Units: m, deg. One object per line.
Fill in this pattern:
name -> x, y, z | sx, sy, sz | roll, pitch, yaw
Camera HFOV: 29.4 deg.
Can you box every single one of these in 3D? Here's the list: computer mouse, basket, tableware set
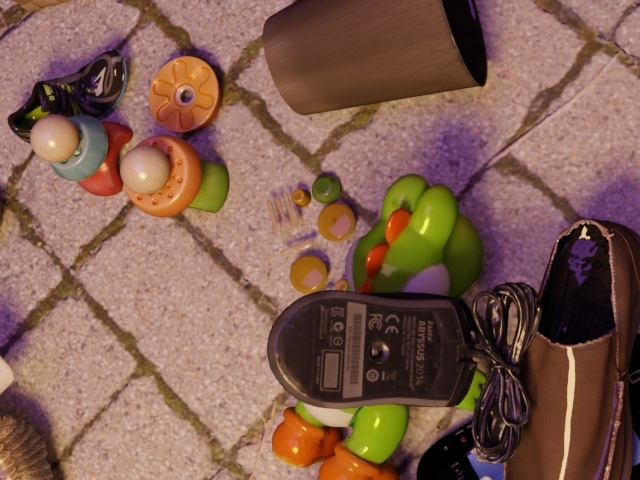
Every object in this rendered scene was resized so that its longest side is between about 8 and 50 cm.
computer mouse -> 0.078, 0.120, 1.243 | 0.272, 0.072, 0.188 | 8, 91, -7
basket -> 0.060, -0.243, 1.437 | 0.227, 0.154, 0.204 | -16, 76, 23
tableware set -> 0.000, 0.000, 1.492 | 0.104, 0.024, 0.154 | -23, 73, 14

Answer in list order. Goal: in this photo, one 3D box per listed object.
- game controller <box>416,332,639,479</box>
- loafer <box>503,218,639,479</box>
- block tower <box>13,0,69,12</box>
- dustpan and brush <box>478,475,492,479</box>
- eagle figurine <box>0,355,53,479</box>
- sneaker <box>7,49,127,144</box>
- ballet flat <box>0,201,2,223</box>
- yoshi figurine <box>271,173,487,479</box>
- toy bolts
game controller -> 0.259, 0.236, 1.328 | 0.319, 0.067, 0.166 | -33, 72, 14
loafer -> 0.251, 0.138, 1.266 | 0.134, 0.130, 0.365 | 0, 69, 30
block tower -> -0.286, -0.395, 1.626 | 0.335, 0.091, 0.097 | -10, 78, 21
dustpan and brush -> 0.125, 0.316, 1.206 | 0.147, 0.060, 0.211 | 26, 64, 14
eagle figurine -> -0.458, 0.295, 1.550 | 0.226, 0.225, 0.298 | -21, 64, 8
sneaker -> -0.335, -0.188, 1.622 | 0.188, 0.078, 0.067 | -31, 72, 14
ballet flat -> -0.515, 0.035, 1.679 | 0.084, 0.058, 0.250 | 32, 102, -13
yoshi figurine -> 0.088, 0.104, 1.380 | 0.204, 0.203, 0.362 | 19, 102, -6
toy bolts -> -0.246, -0.139, 1.535 | 0.229, 0.158, 0.218 | 2, 83, 22
